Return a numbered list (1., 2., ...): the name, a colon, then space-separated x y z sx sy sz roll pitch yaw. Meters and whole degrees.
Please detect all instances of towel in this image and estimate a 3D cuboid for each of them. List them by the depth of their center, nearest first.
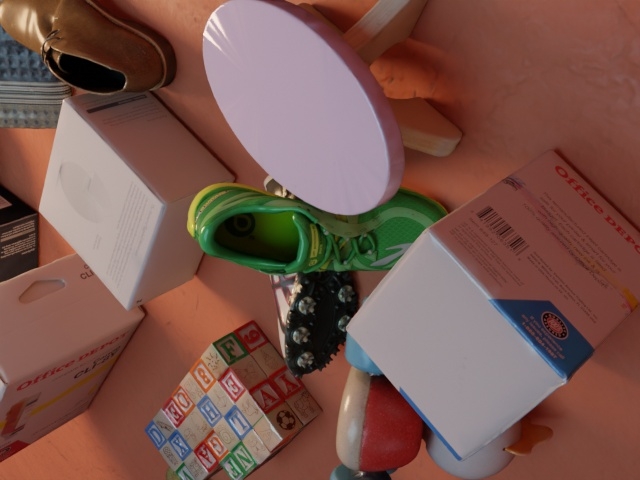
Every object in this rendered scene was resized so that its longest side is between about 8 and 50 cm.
1. towel: -0.549 -0.326 1.381 0.324 0.056 0.312 4 120 4

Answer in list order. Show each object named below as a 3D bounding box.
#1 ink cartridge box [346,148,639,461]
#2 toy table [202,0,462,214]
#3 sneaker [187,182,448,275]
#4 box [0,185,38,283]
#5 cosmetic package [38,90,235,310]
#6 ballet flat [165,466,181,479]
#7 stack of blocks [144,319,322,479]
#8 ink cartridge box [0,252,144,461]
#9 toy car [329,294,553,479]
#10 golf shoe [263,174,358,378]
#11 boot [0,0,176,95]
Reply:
1. ink cartridge box: 0.182 0.056 0.851 0.171 0.232 0.168 48 136 14
2. toy table: 0.018 -0.159 0.954 0.274 0.160 0.252 53 136 11
3. sneaker: 0.000 0.000 0.990 0.123 0.295 0.110 -104 15 -67
4. box: -0.607 -0.007 1.655 0.156 0.093 0.158 32 128 29
5. cosmetic package: -0.269 -0.065 1.281 0.225 0.138 0.224 46 134 19
6. ballet flat: -0.182 0.542 1.507 0.349 0.123 0.123 52 135 11
7. stack of blocks: -0.142 0.277 1.362 0.171 0.087 0.297 51 135 12
8. ink cartridge box: -0.505 0.217 1.533 0.160 0.279 0.385 50 135 12
9. toy car: 0.145 0.201 1.028 0.237 0.210 0.219 9 104 9
10. golf shoe: -0.022 0.040 1.148 0.120 0.105 0.273 27 121 50
11. boot: -0.356 -0.281 1.243 0.305 0.115 0.112 24 125 22
